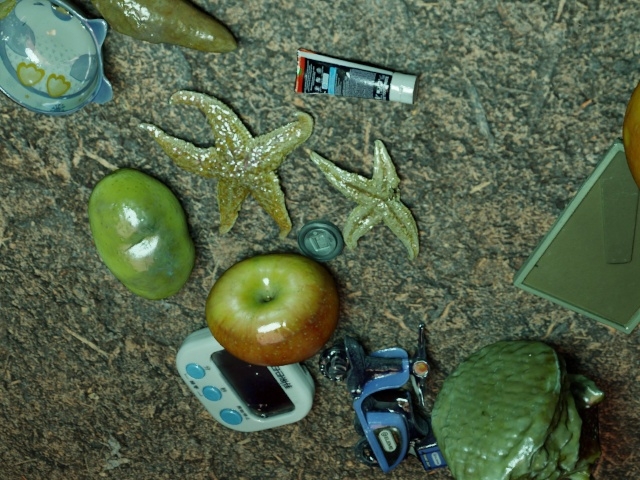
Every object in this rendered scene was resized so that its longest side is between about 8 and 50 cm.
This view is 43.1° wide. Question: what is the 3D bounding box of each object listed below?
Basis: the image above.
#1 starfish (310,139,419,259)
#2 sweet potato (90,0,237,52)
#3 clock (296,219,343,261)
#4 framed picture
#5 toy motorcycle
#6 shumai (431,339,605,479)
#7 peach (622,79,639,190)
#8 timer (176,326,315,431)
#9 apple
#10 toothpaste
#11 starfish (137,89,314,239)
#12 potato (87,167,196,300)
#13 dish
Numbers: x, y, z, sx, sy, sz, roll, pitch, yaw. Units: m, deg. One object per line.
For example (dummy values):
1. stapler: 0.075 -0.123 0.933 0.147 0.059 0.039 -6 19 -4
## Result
1. starfish: 0.082 -0.054 1.382 0.138 0.050 0.247 -10 119 20
2. sweet potato: -0.284 -0.368 1.209 0.341 0.092 0.114 39 106 -17
3. clock: 0.000 0.000 1.453 0.085 0.017 0.085 5 125 7
4. framed picture: 0.506 0.004 1.357 0.241 0.020 0.324 22 125 -5
5. toy motorcycle: 0.140 0.312 1.586 0.213 0.125 0.358 -17 122 12
6. shumai: 0.382 0.364 1.445 0.292 0.330 0.288 -22 120 34
7. peach: 0.569 -0.138 1.043 0.302 0.342 0.342 12 129 -24
8. timer: -0.146 0.269 1.625 0.237 0.087 0.262 -19 119 23
9. apple: -0.083 0.128 1.449 0.235 0.210 0.173 9 149 14
10. toothpaste: 0.053 -0.251 1.257 0.194 0.045 0.071 10 117 11
11. starfish: -0.146 -0.118 1.375 0.299 0.060 0.302 -5 124 11
12. potato: -0.313 -0.012 1.433 0.169 0.143 0.248 -31 115 -15
13. dish: -0.418 -0.314 1.275 0.228 0.086 0.236 -28 115 25
